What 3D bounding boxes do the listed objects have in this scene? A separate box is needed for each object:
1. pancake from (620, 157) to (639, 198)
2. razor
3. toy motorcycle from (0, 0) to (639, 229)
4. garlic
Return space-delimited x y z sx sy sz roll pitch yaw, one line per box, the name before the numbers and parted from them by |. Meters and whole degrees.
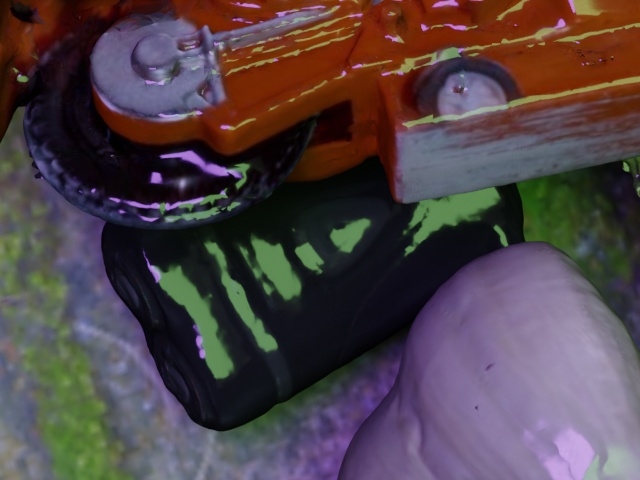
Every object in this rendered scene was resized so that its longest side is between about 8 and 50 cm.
pancake | 0.179 0.046 0.705 0.266 0.057 0.244 31 49 -11
razor | 0.000 0.000 0.700 0.148 0.054 0.090 -28 95 -17
toy motorcycle | 0.035 -0.115 0.660 0.326 0.147 0.221 -11 57 -6
garlic | 0.076 0.117 0.658 0.143 0.178 0.229 -19 117 5
